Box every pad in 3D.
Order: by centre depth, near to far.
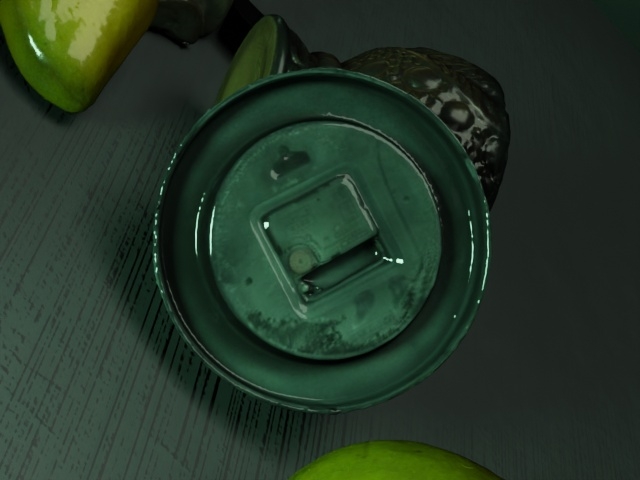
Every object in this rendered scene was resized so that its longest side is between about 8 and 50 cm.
[{"bbox_3d":[-0.040,-0.187,1.322,0.250,0.055,0.323,44,32,-15],"label":"pad"}]

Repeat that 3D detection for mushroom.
[{"bbox_3d":[-0.178,-0.325,1.238,0.188,0.117,0.141,11,39,-42],"label":"mushroom"}]

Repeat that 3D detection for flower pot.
[{"bbox_3d":[0.028,-0.111,1.147,0.267,0.266,0.266,20,42,-23],"label":"flower pot"}]

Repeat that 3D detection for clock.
[{"bbox_3d":[0.001,0.000,0.983,0.319,0.319,0.066,49,-10,-7],"label":"clock"}]

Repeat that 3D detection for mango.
[{"bbox_3d":[-0.248,-0.269,1.071,0.176,0.119,0.316,24,55,-34],"label":"mango"}]

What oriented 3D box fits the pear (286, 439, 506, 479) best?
[{"bbox_3d":[0.072,0.290,0.802,0.287,0.287,0.375,60,15,11],"label":"pear"}]
